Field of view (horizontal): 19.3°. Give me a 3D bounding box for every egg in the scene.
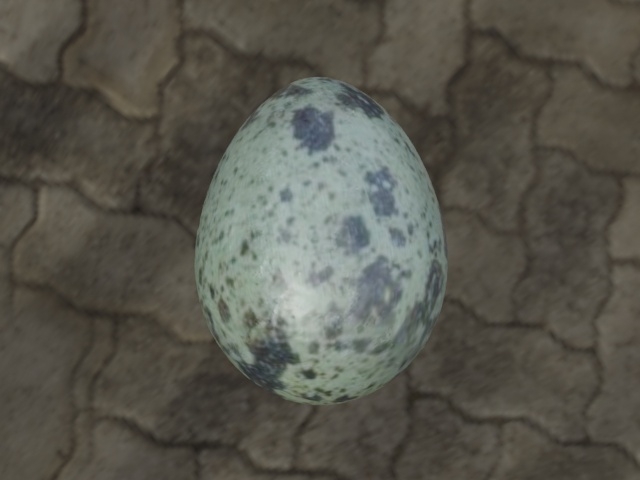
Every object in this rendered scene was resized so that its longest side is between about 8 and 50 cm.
[{"bbox_3d":[0.000,0.000,0.984,0.132,0.132,0.172,-1,87,-21],"label":"egg"}]
